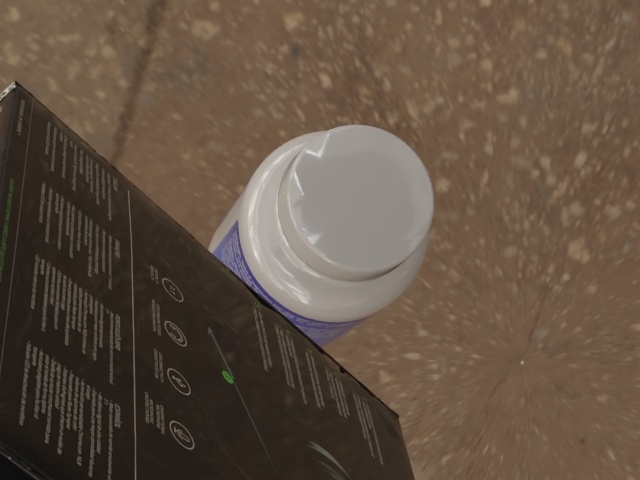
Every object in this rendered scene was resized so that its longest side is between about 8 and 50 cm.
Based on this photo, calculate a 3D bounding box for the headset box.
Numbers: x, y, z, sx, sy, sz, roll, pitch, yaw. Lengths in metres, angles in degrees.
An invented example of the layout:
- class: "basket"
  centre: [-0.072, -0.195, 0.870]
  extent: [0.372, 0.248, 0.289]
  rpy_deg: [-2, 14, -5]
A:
- class: "headset box"
  centre: [-0.070, 0.114, 0.588]
  extent: [0.131, 0.246, 0.283]
  rpy_deg: [-40, 118, 15]

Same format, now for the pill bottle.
- class: "pill bottle"
  centre: [0.000, 0.000, 1.166]
  extent: [0.152, 0.272, 0.152]
  rpy_deg: [3, 77, -13]
